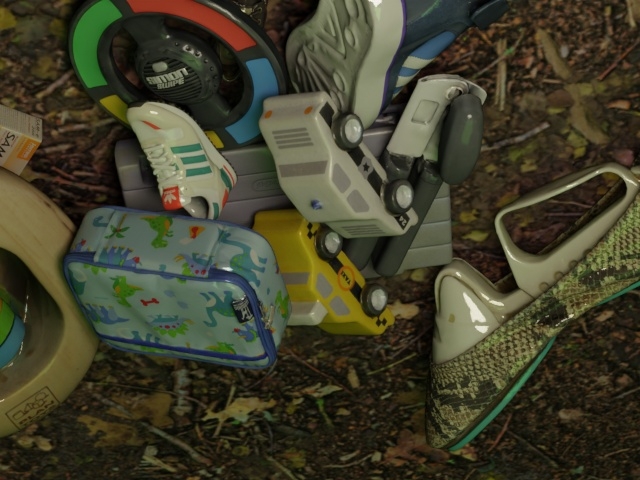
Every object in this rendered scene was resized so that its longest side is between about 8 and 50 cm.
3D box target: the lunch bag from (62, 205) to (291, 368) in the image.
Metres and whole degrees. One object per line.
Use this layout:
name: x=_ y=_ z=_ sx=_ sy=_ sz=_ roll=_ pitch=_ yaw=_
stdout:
lunch bag: x=-0.145 y=0.054 z=1.809 sx=0.219 sy=0.090 sz=0.176 roll=8 pitch=145 yaw=17

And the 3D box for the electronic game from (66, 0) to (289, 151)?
electronic game: x=-0.142 y=-0.171 z=1.733 sx=0.229 sy=0.048 sz=0.229 roll=12 pitch=142 yaw=10

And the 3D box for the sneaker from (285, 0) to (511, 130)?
sneaker: x=0.108 y=-0.222 z=1.709 sx=0.236 sy=0.130 sz=0.323 roll=-25 pitch=168 yaw=-18

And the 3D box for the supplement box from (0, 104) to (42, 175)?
supplement box: x=-0.347 y=-0.111 z=1.817 sx=0.098 sy=0.036 sz=0.062 roll=19 pitch=130 yaw=-26

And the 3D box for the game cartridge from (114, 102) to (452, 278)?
game cartridge: x=-0.034 y=-0.039 z=1.924 sx=0.355 sy=0.068 sz=0.230 roll=-7 pitch=140 yaw=-1

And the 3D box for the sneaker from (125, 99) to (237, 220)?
sneaker: x=-0.145 y=-0.075 z=1.769 sx=0.057 sy=0.075 sz=0.161 roll=-5 pitch=144 yaw=34

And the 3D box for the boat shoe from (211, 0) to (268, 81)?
boat shoe: x=-0.076 y=-0.222 z=1.734 sx=0.056 sy=0.049 sz=0.152 roll=-1 pitch=138 yaw=-12

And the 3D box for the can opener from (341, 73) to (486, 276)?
can opener: x=0.096 y=-0.054 z=1.821 sx=0.076 sy=0.095 sz=0.283 roll=9 pitch=132 yaw=-17

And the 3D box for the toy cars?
toy cars: x=0.000 y=0.000 z=1.793 sx=0.176 sy=0.087 sz=0.393 roll=24 pitch=149 yaw=10

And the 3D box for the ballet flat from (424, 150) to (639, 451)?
ballet flat: x=0.249 y=0.041 z=2.002 sx=0.182 sy=0.164 sz=0.483 roll=42 pitch=113 yaw=-14

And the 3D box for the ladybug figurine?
ladybug figurine: x=-0.398 y=0.053 z=1.849 sx=0.305 sy=0.162 sz=0.449 roll=-34 pitch=143 yaw=-8
